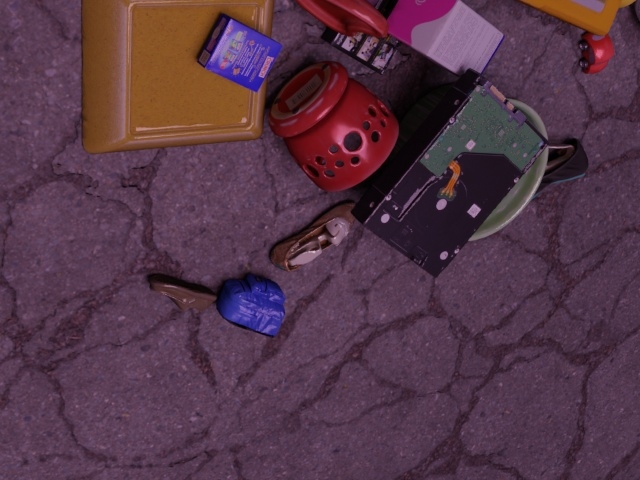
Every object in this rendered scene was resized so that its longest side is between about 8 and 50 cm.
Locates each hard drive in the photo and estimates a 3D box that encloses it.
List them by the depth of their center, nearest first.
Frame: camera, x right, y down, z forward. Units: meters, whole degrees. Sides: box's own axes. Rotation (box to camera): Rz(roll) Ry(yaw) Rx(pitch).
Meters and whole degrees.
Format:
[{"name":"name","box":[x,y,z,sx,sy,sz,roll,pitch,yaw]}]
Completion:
[{"name":"hard drive","box":[0.241,-0.119,1.827,0.237,0.064,0.339,33,99,-39]}]

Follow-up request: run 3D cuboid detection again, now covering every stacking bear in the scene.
[{"name":"stacking bear","box":[0.081,-0.501,1.633,0.164,0.175,0.289,28,88,-28]}]

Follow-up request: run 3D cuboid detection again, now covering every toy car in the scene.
[{"name":"toy car","box":[0.543,-0.457,2.000,0.225,0.053,0.239,6,114,-33]}]

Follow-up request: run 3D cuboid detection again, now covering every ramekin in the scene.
[{"name":"ramekin","box":[0.284,-0.164,1.964,0.303,0.148,0.303,-14,124,-22]}]

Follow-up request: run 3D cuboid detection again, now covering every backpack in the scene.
[{"name":"backpack","box":[-0.137,0.119,1.926,0.120,0.098,0.101,17,99,-23]}]

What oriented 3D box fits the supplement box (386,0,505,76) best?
[{"name":"supplement box","box":[0.224,-0.373,1.780,0.220,0.111,0.114,9,115,-59]}]

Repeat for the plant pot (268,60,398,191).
[{"name":"plant pot","box":[0.016,-0.211,1.760,0.191,0.191,0.174,-44,120,0]}]

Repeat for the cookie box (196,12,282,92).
[{"name":"cookie box","box":[-0.130,-0.302,1.605,0.107,0.040,0.092,21,105,-37]}]

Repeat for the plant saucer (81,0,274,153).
[{"name":"plant saucer","box":[-0.220,-0.294,1.637,0.333,0.081,0.332,-8,121,-26]}]

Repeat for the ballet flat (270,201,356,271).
[{"name":"ballet flat","box":[0.000,0.000,1.949,0.206,0.067,0.073,-35,129,-8]}]

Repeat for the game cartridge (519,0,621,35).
[{"name":"game cartridge","box":[0.470,-0.559,1.837,0.324,0.053,0.285,10,106,-36]}]

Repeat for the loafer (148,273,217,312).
[{"name":"loafer","box":[-0.262,0.104,1.866,0.148,0.056,0.050,20,100,-37]}]

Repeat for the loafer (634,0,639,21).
[{"name":"loafer","box":[0.757,-0.472,2.108,0.251,0.087,0.094,25,130,-27]}]

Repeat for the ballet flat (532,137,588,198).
[{"name":"ballet flat","box":[0.456,-0.150,2.119,0.280,0.095,0.096,-25,118,-28]}]

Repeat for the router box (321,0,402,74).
[{"name":"router box","box":[0.103,-0.406,1.779,0.133,0.046,0.179,23,104,-37]}]
